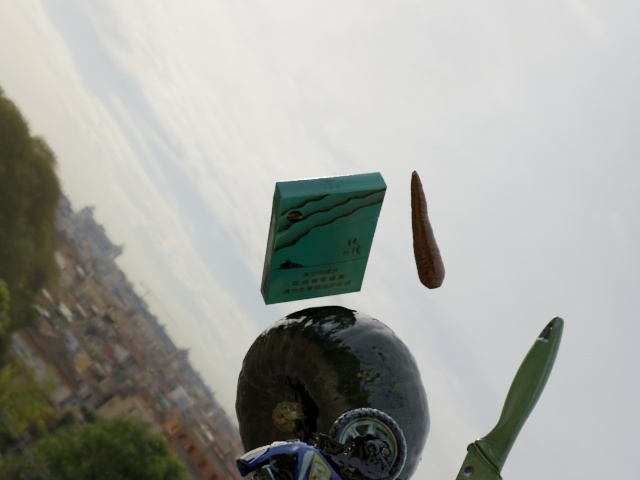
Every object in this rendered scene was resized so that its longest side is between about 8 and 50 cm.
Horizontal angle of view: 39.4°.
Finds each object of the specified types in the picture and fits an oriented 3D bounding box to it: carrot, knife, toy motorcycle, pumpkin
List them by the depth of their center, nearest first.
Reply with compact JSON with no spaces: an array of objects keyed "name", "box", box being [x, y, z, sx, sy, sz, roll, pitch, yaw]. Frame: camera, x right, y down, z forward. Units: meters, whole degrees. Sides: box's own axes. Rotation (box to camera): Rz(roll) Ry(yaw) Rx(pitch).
[{"name":"knife","box":[0.157,0.191,0.818,0.043,0.293,0.020,16,-25,33]},{"name":"toy motorcycle","box":[-0.018,0.301,0.853,0.169,0.315,0.113,17,-26,-5]},{"name":"pumpkin","box":[0.007,0.239,1.215,0.300,0.207,0.300,3,-85,44]},{"name":"carrot","box":[0.177,-0.020,1.537,0.048,0.048,0.216,100,-18,-75]}]

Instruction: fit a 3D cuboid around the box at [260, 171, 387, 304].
[{"name":"box","box":[0.000,0.000,1.326,0.226,0.161,0.042,102,-27,-44]}]
